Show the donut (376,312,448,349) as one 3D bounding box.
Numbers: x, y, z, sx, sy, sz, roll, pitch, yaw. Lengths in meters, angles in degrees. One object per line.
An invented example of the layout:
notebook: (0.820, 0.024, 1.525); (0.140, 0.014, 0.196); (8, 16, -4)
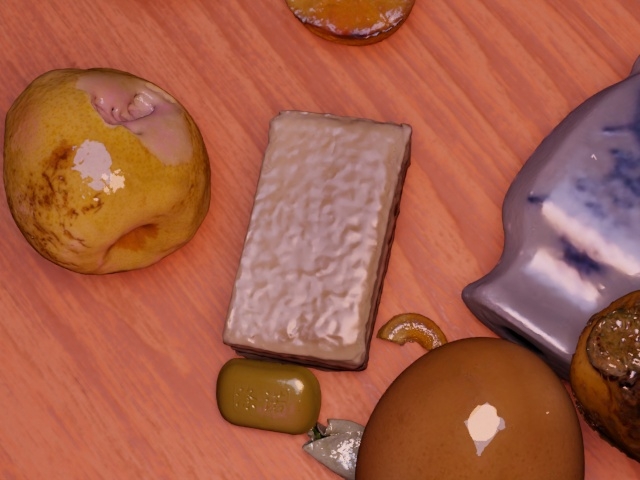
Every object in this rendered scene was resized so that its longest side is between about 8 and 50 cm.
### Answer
donut: (0.120, 0.123, 1.363); (0.067, 0.038, 0.083); (-42, 75, -8)

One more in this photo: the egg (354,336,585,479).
egg: (0.166, 0.251, 1.194); (0.250, 0.323, 0.250); (7, 38, -5)

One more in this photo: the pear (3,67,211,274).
pear: (-0.268, -0.092, 1.337); (0.271, 0.271, 0.271); (-1, 77, 5)

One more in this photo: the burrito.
burrito: (0.039, 0.258, 1.335); (0.118, 0.044, 0.074); (27, 78, 8)

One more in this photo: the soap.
soap: (-0.067, 0.194, 1.344); (0.140, 0.045, 0.089); (5, 99, 18)

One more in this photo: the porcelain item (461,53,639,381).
porcelain item: (0.358, -0.038, 1.308); (0.242, 0.178, 0.405); (35, 80, 13)

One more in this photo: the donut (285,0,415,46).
donut: (0.044, -0.341, 1.459); (0.190, 0.074, 0.174); (0, 78, 9)

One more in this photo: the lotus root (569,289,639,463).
lotus root: (0.422, 0.183, 1.189); (0.196, 0.397, 0.179); (-52, 38, 3)

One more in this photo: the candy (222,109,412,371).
candy: (0.000, 0.000, 1.353); (0.179, 0.135, 0.321); (11, 78, 9)
